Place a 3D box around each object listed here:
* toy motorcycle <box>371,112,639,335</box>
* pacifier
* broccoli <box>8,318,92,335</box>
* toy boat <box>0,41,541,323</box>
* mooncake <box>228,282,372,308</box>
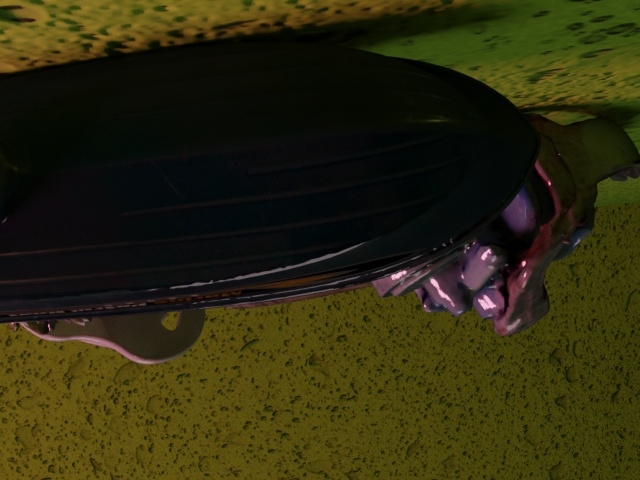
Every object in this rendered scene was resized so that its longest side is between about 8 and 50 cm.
[{"bbox_3d":[0.180,-0.006,0.722,0.241,0.181,0.319,-7,177,19],"label":"toy motorcycle"},{"bbox_3d":[-0.288,0.037,1.136,0.300,0.244,0.233,18,137,-21],"label":"pacifier"},{"bbox_3d":[-0.349,0.050,0.718,0.165,0.145,0.304,-5,-169,40],"label":"broccoli"},{"bbox_3d":[-0.050,-0.026,0.369,0.296,0.114,0.122,-6,172,8],"label":"toy boat"},{"bbox_3d":[-0.002,-0.005,0.919,0.255,0.136,0.250,-13,177,31],"label":"mooncake"}]
